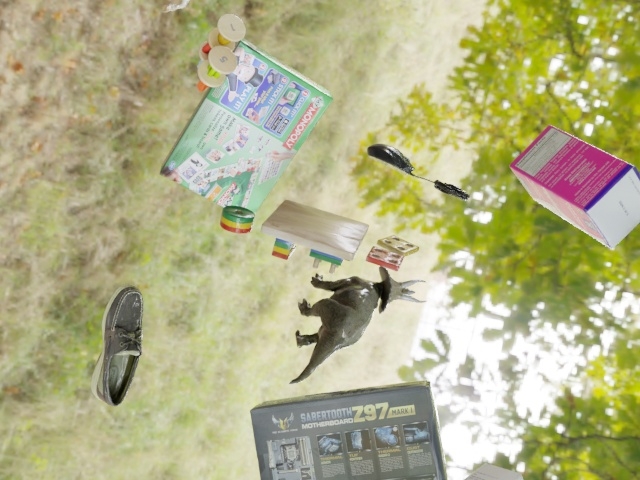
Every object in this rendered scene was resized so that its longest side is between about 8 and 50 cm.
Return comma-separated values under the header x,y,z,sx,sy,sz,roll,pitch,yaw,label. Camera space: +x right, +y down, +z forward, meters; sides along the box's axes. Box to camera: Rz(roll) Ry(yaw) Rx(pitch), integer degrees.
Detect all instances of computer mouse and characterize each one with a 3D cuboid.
x,y,z,sx,sy,sz,roll,pitch,yaw,label
0.207,-0.148,1.684,0.041,0.242,0.071,-63,169,0,computer mouse

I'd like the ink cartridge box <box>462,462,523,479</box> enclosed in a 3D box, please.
x,y,z,sx,sy,sz,roll,pitch,yaw,label
0.308,0.619,1.611,0.121,0.289,0.211,-7,-71,62,ink cartridge box

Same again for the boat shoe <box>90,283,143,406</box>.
x,y,z,sx,sy,sz,roll,pitch,yaw,label
-0.355,0.193,1.452,0.073,0.080,0.224,21,-82,44,boat shoe

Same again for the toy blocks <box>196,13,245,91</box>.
x,y,z,sx,sy,sz,roll,pitch,yaw,label
-0.194,-0.320,1.439,0.148,0.054,0.123,-30,-136,58,toy blocks

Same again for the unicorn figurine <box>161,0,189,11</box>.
x,y,z,sx,sy,sz,roll,pitch,yaw,label
-0.214,-0.401,1.237,0.060,0.111,0.162,71,20,-2,unicorn figurine

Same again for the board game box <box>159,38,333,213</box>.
x,y,z,sx,sy,sz,roll,pitch,yaw,label
-0.150,-0.213,1.591,0.317,0.213,0.046,-53,-158,21,board game box

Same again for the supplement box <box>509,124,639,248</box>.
x,y,z,sx,sy,sz,roll,pitch,yaw,label
0.453,-0.099,1.400,0.114,0.111,0.220,-45,-145,3,supplement box

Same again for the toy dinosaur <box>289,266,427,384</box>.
x,y,z,sx,sy,sz,roll,pitch,yaw,label
0.040,0.132,1.446,0.313,0.160,0.121,-39,113,-40,toy dinosaur

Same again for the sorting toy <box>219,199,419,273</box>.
x,y,z,sx,sy,sz,roll,pitch,yaw,label
0.000,0.000,1.140,0.132,0.274,0.046,-57,163,-68,sorting toy

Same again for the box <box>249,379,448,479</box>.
x,y,z,sx,sy,sz,roll,pitch,yaw,label
0.039,0.283,1.008,0.059,0.232,0.184,6,74,-80,box
